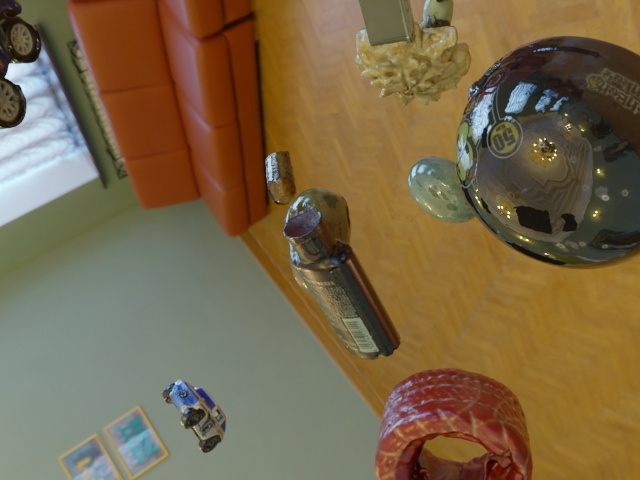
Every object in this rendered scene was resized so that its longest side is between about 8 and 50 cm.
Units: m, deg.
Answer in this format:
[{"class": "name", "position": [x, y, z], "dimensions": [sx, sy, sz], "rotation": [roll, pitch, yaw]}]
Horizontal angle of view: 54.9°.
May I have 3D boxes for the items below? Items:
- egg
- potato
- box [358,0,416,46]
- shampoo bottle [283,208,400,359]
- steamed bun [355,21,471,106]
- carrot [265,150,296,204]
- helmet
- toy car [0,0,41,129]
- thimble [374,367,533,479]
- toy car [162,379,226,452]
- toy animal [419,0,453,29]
[{"class": "egg", "position": [0.363, -0.147, 1.800], "dimensions": [0.236, 0.169, 0.169], "rotation": [34, 154, 13]}, {"class": "potato", "position": [0.000, 0.000, 1.456], "dimensions": [0.165, 0.164, 0.263], "rotation": [132, 134, -70]}, {"class": "box", "position": [0.102, -0.364, 0.957], "dimensions": [0.084, 0.068, 0.122], "rotation": [-74, -31, -53]}, {"class": "shampoo bottle", "position": [0.036, 0.084, 1.106], "dimensions": [0.129, 0.084, 0.323], "rotation": [3, 136, 40]}, {"class": "steamed bun", "position": [0.208, -0.403, 1.444], "dimensions": [0.295, 0.292, 0.137], "rotation": [6, 83, 56]}, {"class": "carrot", "position": [-0.112, -0.180, 1.719], "dimensions": [0.082, 0.082, 0.173], "rotation": [89, 170, -55]}, {"class": "helmet", "position": [0.250, -0.059, 0.627], "dimensions": [0.279, 0.160, 0.230], "rotation": [43, 152, 6]}, {"class": "toy car", "position": [-0.461, -0.220, 0.725], "dimensions": [0.158, 0.172, 0.235], "rotation": [55, -144, -64]}, {"class": "thimble", "position": [0.299, 0.479, 1.393], "dimensions": [0.350, 0.350, 0.230], "rotation": [61, -160, -7]}, {"class": "toy car", "position": [-0.216, 0.313, 1.104], "dimensions": [0.080, 0.070, 0.171], "rotation": [37, 155, 36]}, {"class": "toy animal", "position": [0.324, -0.666, 1.715], "dimensions": [0.093, 0.121, 0.225], "rotation": [34, 134, 44]}]
